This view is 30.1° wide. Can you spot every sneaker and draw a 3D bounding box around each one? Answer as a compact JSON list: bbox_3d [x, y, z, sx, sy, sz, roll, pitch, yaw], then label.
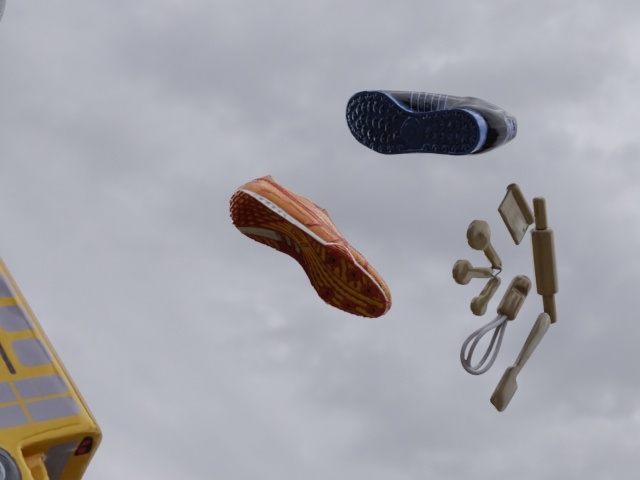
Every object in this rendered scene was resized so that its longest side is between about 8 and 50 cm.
[{"bbox_3d":[0.000,0.000,1.061,0.175,0.067,0.064,42,-49,8],"label":"sneaker"},{"bbox_3d":[0.136,-0.145,1.483,0.232,0.090,0.081,18,-70,44],"label":"sneaker"}]

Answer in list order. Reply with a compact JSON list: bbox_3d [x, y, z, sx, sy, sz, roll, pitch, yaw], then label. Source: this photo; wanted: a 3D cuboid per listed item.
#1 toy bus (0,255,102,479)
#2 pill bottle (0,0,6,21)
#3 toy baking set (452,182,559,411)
[{"bbox_3d":[-0.264,0.102,0.851,0.333,0.130,0.108,52,-52,30],"label":"toy bus"},{"bbox_3d":[-0.350,-0.223,0.835,0.318,0.176,0.176,36,-31,39],"label":"pill bottle"},{"bbox_3d":[0.224,0.064,1.428,0.030,0.196,0.256,6,-67,46],"label":"toy baking set"}]
